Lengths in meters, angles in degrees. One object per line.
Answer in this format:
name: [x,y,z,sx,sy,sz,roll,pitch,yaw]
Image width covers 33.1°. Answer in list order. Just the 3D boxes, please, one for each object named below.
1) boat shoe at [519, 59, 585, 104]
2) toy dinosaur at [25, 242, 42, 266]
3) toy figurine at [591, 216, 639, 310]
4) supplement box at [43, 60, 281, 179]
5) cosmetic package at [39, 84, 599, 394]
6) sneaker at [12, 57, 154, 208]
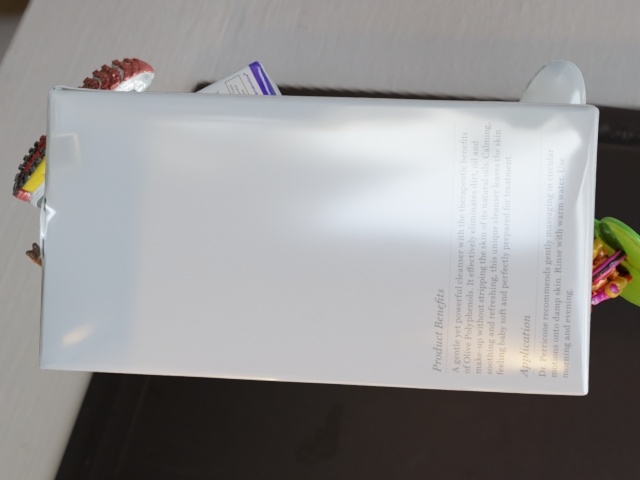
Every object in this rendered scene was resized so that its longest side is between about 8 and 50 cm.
boat shoe: [0.270,-0.108,1.307,0.077,0.219,0.070,14,-172,14]
toy dinosaur: [-0.298,-0.018,1.446,0.127,0.296,0.200,25,177,-27]
toy figurine: [0.232,0.065,1.042,0.130,0.159,0.173,47,173,6]
supplement box: [-0.121,-0.058,0.988,0.220,0.114,0.111,-28,176,3]
cosmetic package: [0.000,0.000,0.765,0.365,0.197,0.155,4,179,6]
sneaker: [-0.270,-0.123,1.285,0.092,0.088,0.225,33,109,-29]
